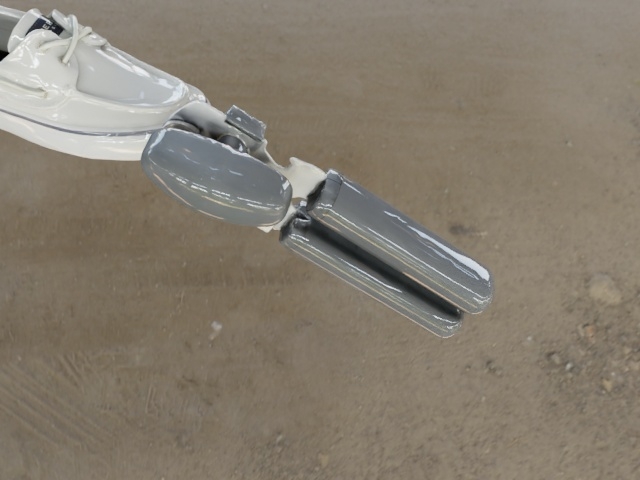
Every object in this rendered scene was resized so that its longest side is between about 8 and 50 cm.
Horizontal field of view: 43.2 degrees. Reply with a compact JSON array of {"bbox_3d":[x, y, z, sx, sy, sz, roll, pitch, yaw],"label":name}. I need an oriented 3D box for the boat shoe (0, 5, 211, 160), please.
[{"bbox_3d":[-0.214,-0.138,0.633,0.268,0.088,0.096,17,45,10],"label":"boat shoe"}]

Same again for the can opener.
[{"bbox_3d":[0.000,0.000,0.591,0.283,0.076,0.095,31,40,-14],"label":"can opener"}]
